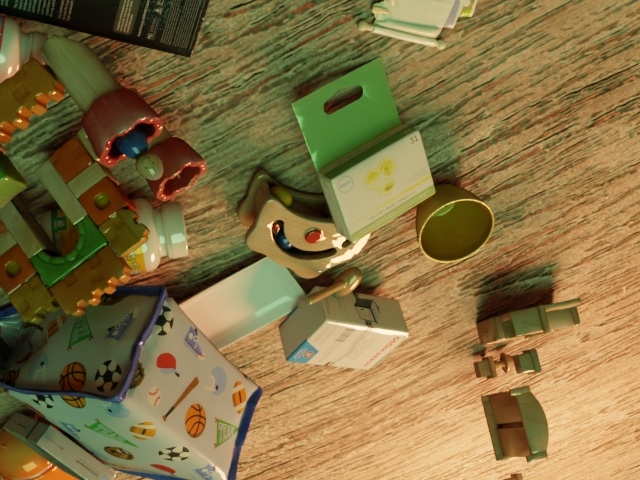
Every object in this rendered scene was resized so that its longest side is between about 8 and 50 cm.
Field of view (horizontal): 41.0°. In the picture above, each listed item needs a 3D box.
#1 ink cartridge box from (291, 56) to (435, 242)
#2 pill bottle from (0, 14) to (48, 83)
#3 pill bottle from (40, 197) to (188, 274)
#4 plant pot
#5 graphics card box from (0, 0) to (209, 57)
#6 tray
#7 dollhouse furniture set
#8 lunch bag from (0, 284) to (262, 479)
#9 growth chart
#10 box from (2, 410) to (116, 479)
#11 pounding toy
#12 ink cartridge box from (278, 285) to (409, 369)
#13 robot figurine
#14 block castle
[{"bbox_3d":[0.072,-0.137,1.317,0.171,0.056,0.235,-31,123,-17],"label":"ink cartridge box"},{"bbox_3d":[-0.415,-0.234,1.028,0.160,0.087,0.087,8,125,-24],"label":"pill bottle"},{"bbox_3d":[-0.313,-0.002,1.318,0.209,0.117,0.117,-8,130,-11],"label":"pill bottle"},{"bbox_3d":[0.217,-0.043,1.470,0.134,0.095,0.134,-9,130,-11],"label":"plant pot"},{"bbox_3d":[-0.304,-0.378,1.034,0.371,0.094,0.232,9,125,-22],"label":"graphics card box"},{"bbox_3d":[-0.168,0.121,1.523,0.270,0.030,0.145,-29,130,6],"label":"tray"},{"bbox_3d":[0.441,0.310,1.649,0.174,0.355,0.303,-10,169,-9],"label":"dollhouse furniture set"},{"bbox_3d":[-0.344,0.235,1.412,0.386,0.238,0.328,-6,138,31],"label":"lunch bag"},{"bbox_3d":[0.176,-0.383,1.232,0.172,0.021,0.237,12,123,-26],"label":"growth chart"},{"bbox_3d":[-0.438,0.349,1.427,0.145,0.186,0.038,47,64,-25],"label":"box"},{"bbox_3d":[0.000,0.000,1.397,0.154,0.154,0.270,-43,131,19],"label":"pounding toy"},{"bbox_3d":[0.042,0.164,1.562,0.191,0.082,0.139,11,137,-34],"label":"ink cartridge box"},{"bbox_3d":[-0.521,0.412,1.582,0.158,0.128,0.219,-7,132,5],"label":"robot figurine"},{"bbox_3d":[-0.376,-0.019,1.092,0.453,0.213,0.303,-38,169,0],"label":"block castle"}]
